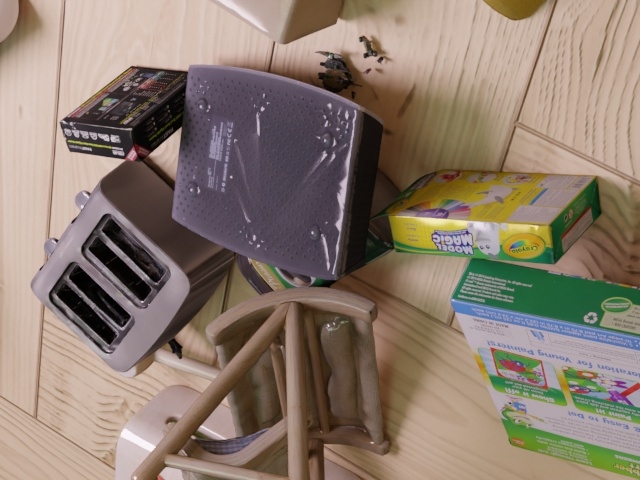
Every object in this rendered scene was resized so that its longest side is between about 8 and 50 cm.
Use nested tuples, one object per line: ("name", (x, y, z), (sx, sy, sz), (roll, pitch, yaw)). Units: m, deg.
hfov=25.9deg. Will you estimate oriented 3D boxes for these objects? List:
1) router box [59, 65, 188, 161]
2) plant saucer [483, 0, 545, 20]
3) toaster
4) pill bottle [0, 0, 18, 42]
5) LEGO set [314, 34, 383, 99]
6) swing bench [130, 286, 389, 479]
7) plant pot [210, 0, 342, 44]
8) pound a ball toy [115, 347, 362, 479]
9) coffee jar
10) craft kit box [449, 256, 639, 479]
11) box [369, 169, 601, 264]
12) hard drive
("router box", (-0.183, -0.127, 1.378), (0.092, 0.122, 0.038), (10, 128, 31))
("plant saucer", (0.118, -0.364, 1.031), (0.333, 0.081, 0.333), (47, 134, 1))
("toaster", (-0.197, 0.032, 1.483), (0.185, 0.110, 0.168), (43, 122, 4))
("pill bottle", (-0.430, -0.223, 1.495), (0.221, 0.124, 0.124), (-25, 102, 44))
("LEGO set", (0.024, -0.157, 1.282), (0.083, 0.023, 0.054), (-15, 111, 28))
("swing bench", (-0.043, 0.212, 1.362), (0.165, 0.255, 0.253), (9, 139, 15))
("plant pot", (-0.034, -0.247, 1.209), (0.109, 0.109, 0.096), (34, 120, 14))
("pound a ball toy", (-0.116, 0.254, 1.573), (0.319, 0.136, 0.208), (25, 130, 21))
("coffee jar", (0.000, 0.000, 1.358), (0.096, 0.079, 0.184), (48, 134, -6))
("craft kit box", (0.260, 0.126, 1.209), (0.249, 0.061, 0.247), (11, 144, 30))
("box", (0.142, -0.023, 1.221), (0.179, 0.105, 0.043), (7, 119, 34))
("hard drive", (-0.042, -0.069, 1.289), (0.254, 0.054, 0.172), (19, 106, 48))
